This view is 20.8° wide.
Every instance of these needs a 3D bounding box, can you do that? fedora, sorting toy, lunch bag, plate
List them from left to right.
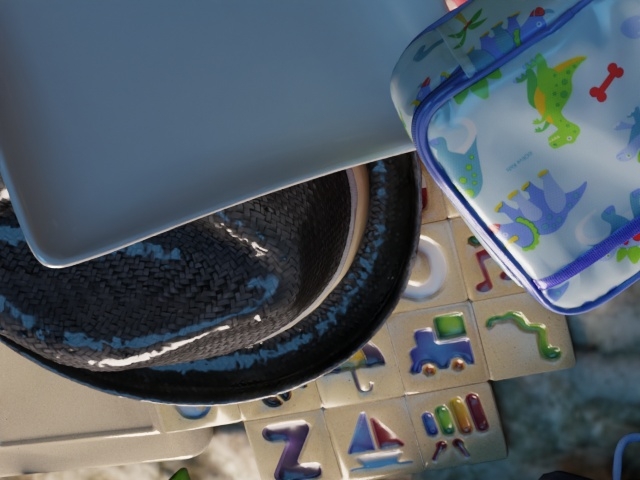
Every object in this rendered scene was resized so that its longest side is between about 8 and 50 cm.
[{"bbox_3d":[-0.184,0.072,1.219,0.196,0.047,0.347,-10,108,18],"label":"sorting toy"},{"bbox_3d":[-0.111,-0.012,1.050,0.334,0.152,0.334,4,111,10],"label":"fedora"},{"bbox_3d":[-0.079,-0.145,0.966,0.278,0.277,0.045,67,158,9],"label":"plate"},{"bbox_3d":[0.165,-0.076,0.925,0.219,0.090,0.176,-34,119,7],"label":"lunch bag"}]

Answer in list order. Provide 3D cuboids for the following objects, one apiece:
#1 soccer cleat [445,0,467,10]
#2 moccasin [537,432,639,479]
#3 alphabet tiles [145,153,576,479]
[{"bbox_3d":[0.125,-0.132,1.017,0.083,0.095,0.248,14,111,62],"label":"soccer cleat"},{"bbox_3d":[0.155,0.205,1.103,0.342,0.138,0.116,-18,100,24],"label":"moccasin"},{"bbox_3d":[0.000,0.000,1.121,0.285,0.011,0.342,-11,107,15],"label":"alphabet tiles"}]
